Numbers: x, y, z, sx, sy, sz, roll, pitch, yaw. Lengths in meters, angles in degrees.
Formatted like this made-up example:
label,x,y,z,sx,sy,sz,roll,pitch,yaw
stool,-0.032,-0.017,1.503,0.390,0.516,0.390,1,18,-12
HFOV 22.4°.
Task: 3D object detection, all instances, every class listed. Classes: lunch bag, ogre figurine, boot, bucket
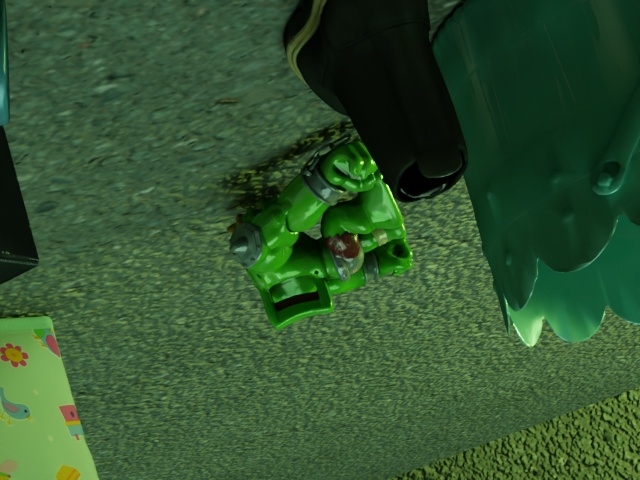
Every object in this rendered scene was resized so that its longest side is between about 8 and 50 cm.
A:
label,x,y,z,sx,sy,sz,roll,pitch,yaw
lunch bag,-0.306,0.185,1.193,0.262,0.223,0.160,-2,151,-43
ogre figurine,0.000,0.000,1.143,0.118,0.097,0.197,-29,176,-2
boot,0.033,-0.067,0.867,0.077,0.137,0.198,-17,165,-1
bucket,0.207,-0.068,0.971,0.281,0.183,0.281,-17,165,-5

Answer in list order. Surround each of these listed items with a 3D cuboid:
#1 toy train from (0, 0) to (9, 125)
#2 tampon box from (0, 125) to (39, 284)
label,x,y,z,sx,sy,sz,roll,pitch,yaw
toy train,-0.186,-0.094,0.567,0.143,0.105,0.248,-7,163,-9
tampon box,-0.238,-0.017,0.773,0.161,0.120,0.101,-25,163,24
